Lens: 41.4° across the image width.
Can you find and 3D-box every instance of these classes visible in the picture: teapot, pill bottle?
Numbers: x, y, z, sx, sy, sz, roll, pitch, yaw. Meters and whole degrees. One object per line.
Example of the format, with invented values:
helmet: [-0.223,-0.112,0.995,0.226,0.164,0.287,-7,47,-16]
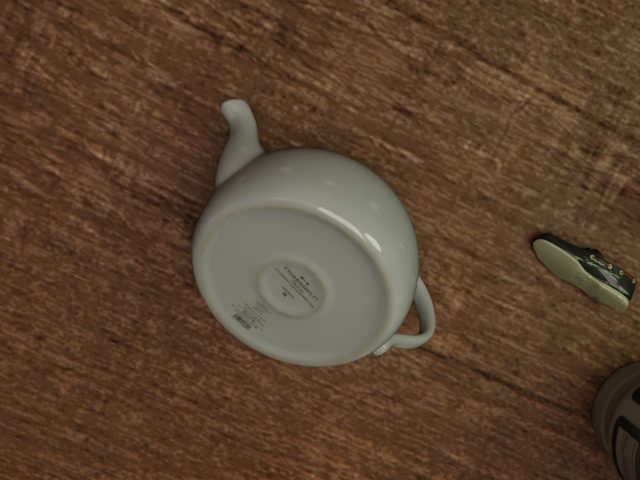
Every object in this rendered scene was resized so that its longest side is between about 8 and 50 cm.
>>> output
teapot: [0.000,0.000,0.908,0.253,0.187,0.256,8,126,14]
pill bottle: [0.412,0.233,0.909,0.161,0.283,0.161,-1,99,-4]

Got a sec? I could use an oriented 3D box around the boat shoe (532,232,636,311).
boat shoe: [0.310,0.030,0.996,0.133,0.049,0.042,33,68,-1]
